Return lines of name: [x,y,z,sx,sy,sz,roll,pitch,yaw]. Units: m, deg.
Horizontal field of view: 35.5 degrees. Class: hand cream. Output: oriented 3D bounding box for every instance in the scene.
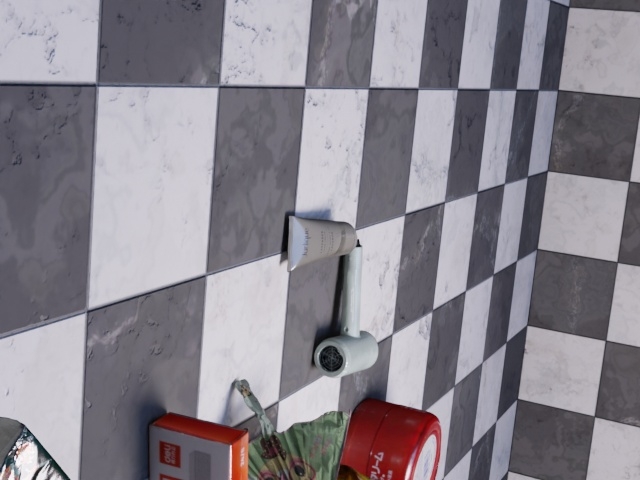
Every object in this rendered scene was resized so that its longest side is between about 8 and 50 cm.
hand cream: [0.000,0.000,1.600,0.186,0.054,0.087,-7,101,-58]
hand cream: [0.138,0.428,1.946,0.230,0.149,0.230,10,90,-69]

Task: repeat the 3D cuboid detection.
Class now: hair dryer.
hair dryer: [0.052,0.115,1.734,0.131,0.073,0.237,-1,97,-64]

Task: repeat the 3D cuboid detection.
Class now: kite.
kite: [-0.059,0.315,1.413,0.322,0.268,0.013,-8,152,-38]

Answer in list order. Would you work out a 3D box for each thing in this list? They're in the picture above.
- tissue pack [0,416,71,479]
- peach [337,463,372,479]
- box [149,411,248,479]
tissue pack: [-0.302,0.241,0.959,0.170,0.103,0.090,74,31,-45]
peach: [0.001,0.512,1.511,0.314,0.281,0.316,-108,-148,-49]
box: [-0.158,0.343,1.293,0.050,0.122,0.230,-32,128,-62]
